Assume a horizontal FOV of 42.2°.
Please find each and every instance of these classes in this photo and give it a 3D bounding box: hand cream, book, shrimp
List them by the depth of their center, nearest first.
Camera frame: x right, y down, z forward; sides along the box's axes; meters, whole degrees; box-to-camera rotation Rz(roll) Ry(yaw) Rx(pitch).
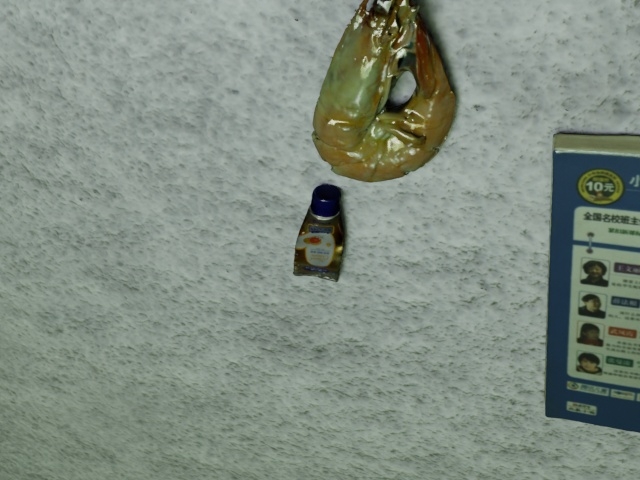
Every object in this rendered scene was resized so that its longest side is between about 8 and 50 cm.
[{"bbox_3d":[0.071,-0.160,0.845,0.145,0.061,0.267,13,131,3],"label":"shrimp"},{"bbox_3d":[0.401,0.075,0.913,0.300,0.039,0.427,7,132,20],"label":"book"},{"bbox_3d":[0.000,0.000,1.037,0.062,0.039,0.163,6,136,-1],"label":"hand cream"}]
